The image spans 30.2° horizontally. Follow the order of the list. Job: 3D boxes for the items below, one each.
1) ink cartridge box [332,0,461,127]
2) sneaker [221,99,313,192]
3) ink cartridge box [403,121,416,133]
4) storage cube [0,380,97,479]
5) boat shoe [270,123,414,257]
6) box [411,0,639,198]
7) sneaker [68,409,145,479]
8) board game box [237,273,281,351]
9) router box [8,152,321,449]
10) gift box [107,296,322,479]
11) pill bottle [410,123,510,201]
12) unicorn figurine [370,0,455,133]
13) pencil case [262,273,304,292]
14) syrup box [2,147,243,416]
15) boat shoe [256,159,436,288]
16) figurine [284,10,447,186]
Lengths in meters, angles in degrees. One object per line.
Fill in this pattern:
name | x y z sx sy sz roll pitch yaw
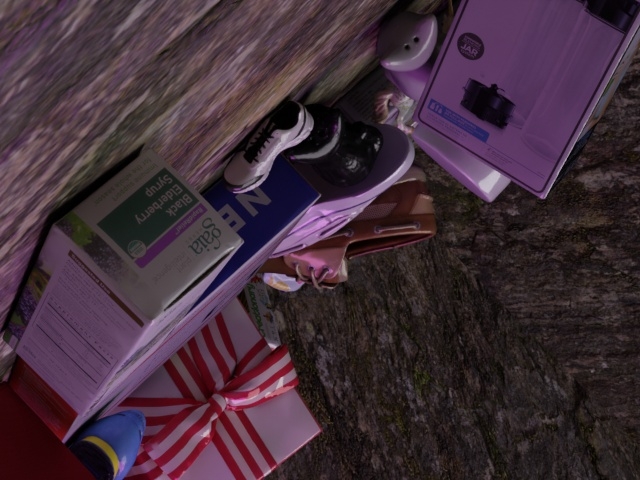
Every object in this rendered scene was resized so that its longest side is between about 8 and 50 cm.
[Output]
ink cartridge box | 0.093 -0.186 1.566 0.275 0.060 0.239 -43 178 -25
sneaker | -0.053 -0.090 1.105 0.109 0.040 0.044 -47 162 -9
ink cartridge box | 0.172 -0.246 1.789 0.198 0.067 0.115 -45 178 -6
storage cube | -0.324 0.284 1.100 0.183 0.193 0.215 -45 176 30
boat shoe | 0.007 -0.056 1.423 0.258 0.095 0.084 -24 152 23
box | 0.219 -0.206 1.142 0.087 0.169 0.290 -39 159 -48
sneaker | -0.245 0.245 1.263 0.209 0.069 0.082 -46 180 42
board game box | -0.186 0.169 1.772 0.305 0.053 0.193 -46 -138 27
router box | -0.178 0.075 1.258 0.335 0.082 0.301 -43 177 -30
gift box | -0.191 0.210 1.502 0.255 0.276 0.258 -40 -173 -30
pill bottle | 0.253 -0.197 1.478 0.283 0.160 0.160 -49 178 2
unicorn figurine | 0.125 -0.191 1.380 0.162 0.060 0.111 -45 150 -15
pencil case | -0.008 -0.031 1.978 0.124 0.113 0.273 -7 148 -52
syrup box | -0.152 0.038 0.868 0.093 0.096 0.237 -45 178 -32
boat shoe | 0.000 0.000 1.542 0.323 0.120 0.122 -22 168 0
figurine | 0.054 -0.153 1.244 0.215 0.092 0.209 -45 174 8
